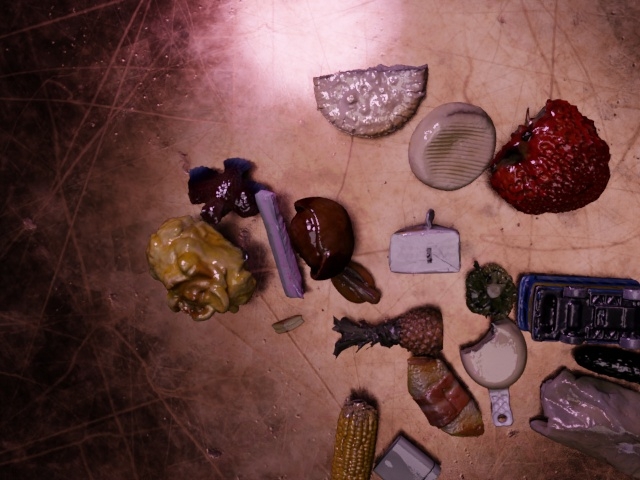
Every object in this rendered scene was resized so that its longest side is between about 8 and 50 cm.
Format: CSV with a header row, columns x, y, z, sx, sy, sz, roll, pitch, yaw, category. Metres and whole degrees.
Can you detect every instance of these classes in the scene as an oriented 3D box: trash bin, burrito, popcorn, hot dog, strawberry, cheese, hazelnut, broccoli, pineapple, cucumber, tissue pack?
x,y,z,sx,sy,sz,roll,pitch,yaw,category
0.216,0.572,1.916,0.130,0.059,0.116,39,98,6,trash bin
0.674,0.439,1.804,0.332,0.135,0.190,20,103,10,burrito
-0.293,0.069,1.869,0.286,0.252,0.215,32,100,-4,popcorn
0.293,0.382,1.870,0.123,0.093,0.261,-35,92,-23,hot dog
0.526,-0.171,1.731,0.257,0.261,0.261,46,99,8,strawberry
0.444,0.317,1.859,0.163,0.071,0.248,-28,89,10,cheese
0.001,-0.003,1.853,0.161,0.170,0.201,-1,66,10,hazelnut
0.405,0.121,1.828,0.130,0.120,0.131,25,88,4,broccoli
0.161,0.225,1.881,0.278,0.130,0.118,-4,122,7,pineapple
0.755,0.309,1.810,0.304,0.072,0.081,19,97,8,cucumber
0.086,0.111,1.907,0.090,0.060,0.140,-43,89,13,hot dog
0.245,-0.002,1.790,0.159,0.229,0.145,-1,92,10,tissue pack

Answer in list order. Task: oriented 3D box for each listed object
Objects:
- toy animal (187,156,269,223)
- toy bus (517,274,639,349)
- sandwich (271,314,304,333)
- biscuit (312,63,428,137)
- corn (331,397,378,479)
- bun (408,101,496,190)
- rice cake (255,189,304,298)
x,y,z,sx,sy,sz,roll,pitch,yaw,category
-0.239,-0.121,1.886,0.219,0.179,0.116,20,122,6,toy animal
0.611,0.161,1.756,0.288,0.175,0.138,3,96,1,toy bus
-0.086,0.216,1.949,0.083,0.044,0.030,-23,94,12,sandwich
0.128,-0.340,1.860,0.281,0.084,0.179,-8,92,9,biscuit
0.081,0.546,1.912,0.115,0.115,0.317,9,96,8,corn
0.305,-0.228,1.827,0.223,0.127,0.222,-6,110,-16,bun
-0.091,0.014,1.890,0.051,0.081,0.290,-24,107,-25,rice cake
